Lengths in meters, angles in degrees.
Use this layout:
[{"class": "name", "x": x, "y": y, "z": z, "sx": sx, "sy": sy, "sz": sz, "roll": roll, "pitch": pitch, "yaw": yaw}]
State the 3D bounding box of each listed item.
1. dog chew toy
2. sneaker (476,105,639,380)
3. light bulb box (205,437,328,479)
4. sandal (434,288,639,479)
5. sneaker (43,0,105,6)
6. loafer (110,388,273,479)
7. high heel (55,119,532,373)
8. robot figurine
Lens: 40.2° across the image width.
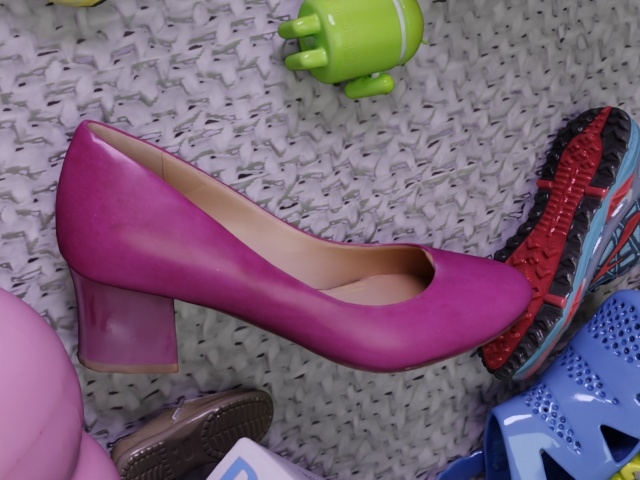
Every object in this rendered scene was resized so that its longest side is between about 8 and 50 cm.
[{"class": "dog chew toy", "x": -0.223, "y": 0.183, "z": 0.577, "sx": 0.206, "sy": 0.206, "sz": 0.332, "roll": -31, "pitch": 121, "yaw": -14}, {"class": "sneaker", "x": 0.240, "y": 0.019, "z": 0.789, "sx": 0.125, "sy": 0.104, "sz": 0.262, "roll": 27, "pitch": 93, "yaw": -31}, {"class": "light bulb box", "x": 0.065, "y": 0.361, "z": 0.591, "sx": 0.225, "sy": 0.358, "sz": 0.361, "roll": -51, "pitch": 146, "yaw": -5}, {"class": "sandal", "x": 0.212, "y": 0.182, "z": 0.802, "sx": 0.138, "sy": 0.126, "sz": 0.317, "roll": 26, "pitch": 97, "yaw": -21}, {"class": "sneaker", "x": -0.204, "y": -0.224, "z": 0.530, "sx": 0.081, "sy": 0.094, "sz": 0.208, "roll": -50, "pitch": 119, "yaw": -7}, {"class": "loafer", "x": -0.104, "y": 0.152, "z": 0.701, "sx": 0.148, "sy": 0.050, "sz": 0.056, "roll": -15, "pitch": 114, "yaw": -36}, {"class": "high heel", "x": 0.000, "y": 0.000, "z": 0.656, "sx": 0.377, "sy": 0.127, "sz": 0.181, "roll": -5, "pitch": 116, "yaw": -20}, {"class": "robot figurine", "x": 0.028, "y": -0.159, "z": 0.666, "sx": 0.115, "sy": 0.067, "sz": 0.101, "roll": -18, "pitch": 102, "yaw": -19}]
